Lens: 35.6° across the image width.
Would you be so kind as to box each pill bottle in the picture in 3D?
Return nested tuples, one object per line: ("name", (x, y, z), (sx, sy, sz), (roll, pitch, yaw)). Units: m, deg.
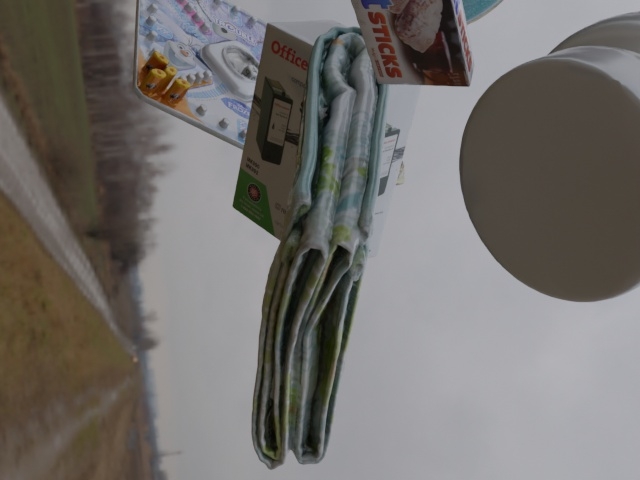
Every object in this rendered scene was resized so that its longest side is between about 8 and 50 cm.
("pill bottle", (0.311, -0.093, 0.866), (0.224, 0.392, 0.224), (20, -61, 40))

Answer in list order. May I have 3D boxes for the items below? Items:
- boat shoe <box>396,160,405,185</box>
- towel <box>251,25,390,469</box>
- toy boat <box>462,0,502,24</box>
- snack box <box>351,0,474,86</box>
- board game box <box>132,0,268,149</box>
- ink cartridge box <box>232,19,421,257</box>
("boat shoe", (0.107, -0.112, 1.655), (0.135, 0.050, 0.045), (-30, 124, -70))
("towel", (0.000, 0.000, 1.021), (0.374, 0.090, 0.320), (-79, 180, -52))
("toy boat", (0.199, -0.445, 1.283), (0.267, 0.318, 0.148), (43, 15, -18))
("snack box", (0.047, -0.157, 0.589), (0.178, 0.064, 0.022), (64, 38, -54))
("board game box", (-0.131, -0.301, 1.695), (0.050, 0.390, 0.390), (-44, -144, 33))
("ink cartridge box", (0.003, -0.140, 1.391), (0.211, 0.122, 0.289), (34, -57, 38))
